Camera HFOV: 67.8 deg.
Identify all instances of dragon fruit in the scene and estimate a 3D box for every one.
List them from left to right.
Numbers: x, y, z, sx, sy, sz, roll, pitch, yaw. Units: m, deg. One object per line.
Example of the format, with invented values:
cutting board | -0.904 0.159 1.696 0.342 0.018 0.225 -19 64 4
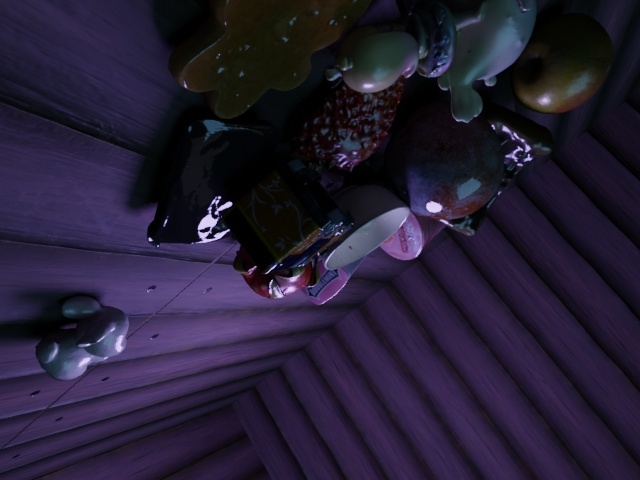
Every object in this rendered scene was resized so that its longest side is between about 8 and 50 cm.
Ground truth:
dragon fruit | -0.119 0.045 1.272 0.224 0.224 0.227 -31 147 -11

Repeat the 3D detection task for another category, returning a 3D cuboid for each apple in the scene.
apple | 0.640 -0.470 1.278 0.194 0.261 0.261 -3 146 -30

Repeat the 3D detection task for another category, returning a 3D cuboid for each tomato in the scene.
tomato | 0.323 -0.208 1.257 0.282 0.317 0.317 -38 163 -16

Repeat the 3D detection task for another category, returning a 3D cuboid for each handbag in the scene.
handbag | -0.214 -0.105 0.923 0.191 0.075 0.332 -5 142 -40

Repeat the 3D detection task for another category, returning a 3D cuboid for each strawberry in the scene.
strawberry | 0.083 -0.262 0.993 0.233 0.138 0.306 -8 149 -51

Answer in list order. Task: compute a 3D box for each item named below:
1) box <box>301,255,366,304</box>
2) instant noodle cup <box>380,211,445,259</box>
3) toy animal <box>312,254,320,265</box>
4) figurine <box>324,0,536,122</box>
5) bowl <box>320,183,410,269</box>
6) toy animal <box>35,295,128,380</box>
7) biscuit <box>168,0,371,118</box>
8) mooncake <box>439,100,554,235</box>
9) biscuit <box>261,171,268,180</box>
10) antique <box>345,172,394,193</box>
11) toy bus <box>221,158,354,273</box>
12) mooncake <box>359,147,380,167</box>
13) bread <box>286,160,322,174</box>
box | 0.087 0.050 1.602 0.190 0.112 0.369 -44 180 39
instant noodle cup | 0.338 -0.086 1.731 0.231 0.243 0.243 -31 163 -35
toy animal | -0.002 0.002 1.506 0.221 0.131 0.104 -21 135 -42
figurine | 0.202 -0.338 0.856 0.394 0.274 0.226 -20 -170 -15
bowl | 0.092 -0.055 1.287 0.277 0.145 0.277 -29 161 -11
toy animal | -0.555 0.227 1.103 0.193 0.127 0.178 -35 160 8
biscuit | -0.058 -0.330 0.710 0.355 0.052 0.275 -40 164 10
mooncake | 0.492 -0.221 1.490 0.394 0.246 0.393 -58 180 -11
biscuit | -0.195 -0.098 1.079 0.188 0.027 0.188 -31 160 -13
antique | 0.178 -0.149 1.463 0.257 0.121 0.143 -16 145 -28
toy bus | -0.051 -0.042 1.009 0.194 0.162 0.323 -39 173 9
mooncake | -0.014 -0.148 1.205 0.347 0.150 0.057 -48 -168 -3
bread | -0.045 -0.165 1.116 0.110 0.060 0.066 -29 -171 -2
